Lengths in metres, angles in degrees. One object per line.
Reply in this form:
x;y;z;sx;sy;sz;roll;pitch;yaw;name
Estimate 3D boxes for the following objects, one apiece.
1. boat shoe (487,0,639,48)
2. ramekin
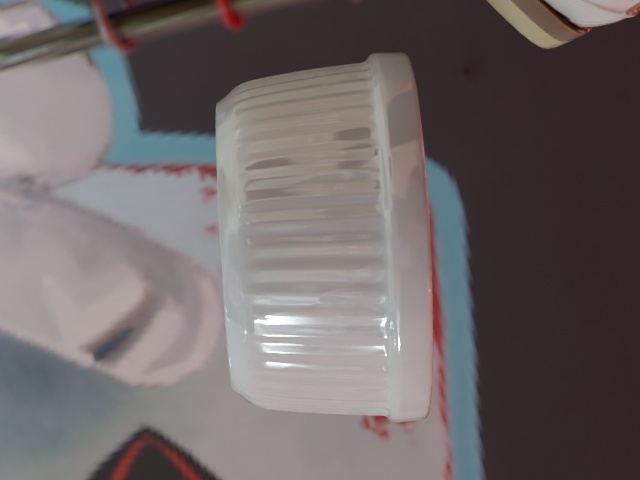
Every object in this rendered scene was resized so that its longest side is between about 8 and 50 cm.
0.089;-0.200;0.899;0.103;0.113;0.302;-21;153;30;boat shoe
0.000;0.000;0.999;0.109;0.207;0.207;-2;-162;-1;ramekin
